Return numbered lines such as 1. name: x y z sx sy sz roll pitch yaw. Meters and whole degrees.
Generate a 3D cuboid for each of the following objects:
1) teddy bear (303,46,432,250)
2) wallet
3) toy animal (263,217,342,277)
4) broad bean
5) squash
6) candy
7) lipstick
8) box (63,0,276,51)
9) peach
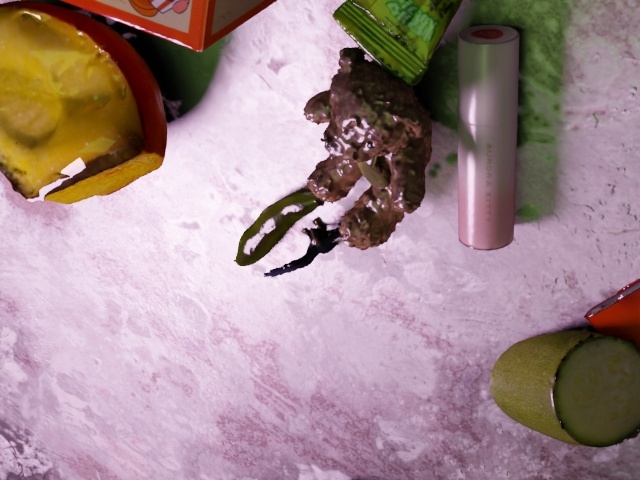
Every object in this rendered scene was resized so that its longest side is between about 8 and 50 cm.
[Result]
1. teddy bear: 0.060 -0.124 1.600 0.246 0.222 0.296 52 122 23
2. wallet: 0.522 0.154 1.656 0.204 0.045 0.142 48 127 -6
3. toy animal: 0.000 0.000 1.792 0.220 0.108 0.062 -34 97 1
4. broad bean: -0.076 -0.027 1.848 0.065 0.046 0.254 43 127 -13
5. squash: 0.397 0.227 1.747 0.189 0.260 0.189 0 91 -11
6. candy: 0.145 -0.346 1.467 0.149 0.246 0.069 39 170 -1
7. lipstick: 0.245 -0.147 1.591 0.087 0.087 0.327 9 122 22
8. box: -0.223 -0.473 1.489 0.348 0.318 0.257 23 124 14
9. peach: -0.412 -0.222 1.784 0.380 0.242 0.306 44 107 14
